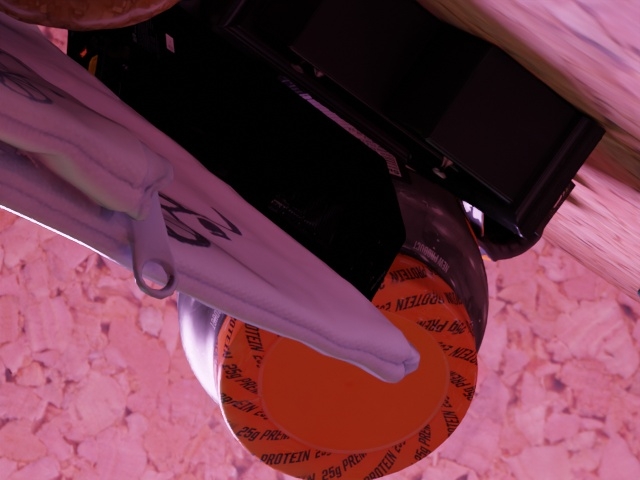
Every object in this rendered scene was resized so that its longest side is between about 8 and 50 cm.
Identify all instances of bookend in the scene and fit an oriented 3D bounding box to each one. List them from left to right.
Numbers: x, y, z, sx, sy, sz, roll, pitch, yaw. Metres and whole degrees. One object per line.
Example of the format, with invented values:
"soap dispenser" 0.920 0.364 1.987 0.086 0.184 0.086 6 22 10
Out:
"bookend" 0.046 -0.088 0.877 0.156 0.072 0.157 34 -178 -28

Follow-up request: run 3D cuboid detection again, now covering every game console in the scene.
"game console" -0.055 -0.117 0.980 0.213 0.044 0.361 35 -157 -25

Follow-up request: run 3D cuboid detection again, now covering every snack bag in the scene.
"snack bag" -0.141 -0.077 0.535 0.342 0.037 0.323 28 -173 -47

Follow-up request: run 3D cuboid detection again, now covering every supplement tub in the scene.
"supplement tub" 0.000 0.000 1.131 0.207 0.207 0.338 34 -157 -24

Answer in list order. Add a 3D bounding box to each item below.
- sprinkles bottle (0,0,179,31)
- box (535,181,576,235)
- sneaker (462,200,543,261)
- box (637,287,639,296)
"sprinkles bottle" -0.110 -0.158 0.677 0.121 0.121 0.355 34 -178 -15
"box" 0.145 -0.051 1.252 0.083 0.052 0.062 38 -176 24
"sneaker" 0.081 -0.080 1.447 0.321 0.125 0.180 21 -175 -31
"box" 0.284 0.074 0.839 0.100 0.060 0.244 33 -176 -40
